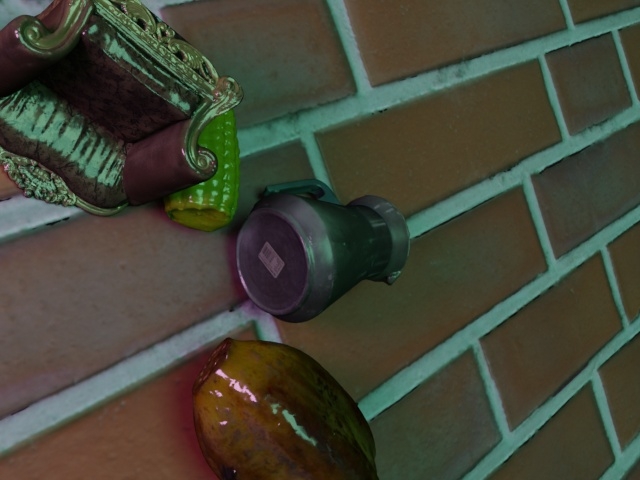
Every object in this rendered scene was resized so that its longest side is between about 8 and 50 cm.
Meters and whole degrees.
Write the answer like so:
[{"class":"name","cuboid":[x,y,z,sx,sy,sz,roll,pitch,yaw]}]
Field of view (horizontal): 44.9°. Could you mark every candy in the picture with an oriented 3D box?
[{"class":"candy","cuboid":[-0.150,-0.118,1.003,0.096,0.096,0.210,17,65,-37]}]

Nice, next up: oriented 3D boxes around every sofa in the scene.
[{"class":"sofa","cuboid":[-0.246,-0.142,0.854,0.258,0.200,0.182,38,58,-31]}]

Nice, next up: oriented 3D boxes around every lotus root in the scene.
[{"class":"lotus root","cuboid":[-0.050,0.247,0.981,0.291,0.193,0.193,50,54,-25]}]

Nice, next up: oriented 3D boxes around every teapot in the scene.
[{"class":"teapot","cuboid":[0.000,0.000,1.078,0.225,0.171,0.203,-12,60,-48]}]
